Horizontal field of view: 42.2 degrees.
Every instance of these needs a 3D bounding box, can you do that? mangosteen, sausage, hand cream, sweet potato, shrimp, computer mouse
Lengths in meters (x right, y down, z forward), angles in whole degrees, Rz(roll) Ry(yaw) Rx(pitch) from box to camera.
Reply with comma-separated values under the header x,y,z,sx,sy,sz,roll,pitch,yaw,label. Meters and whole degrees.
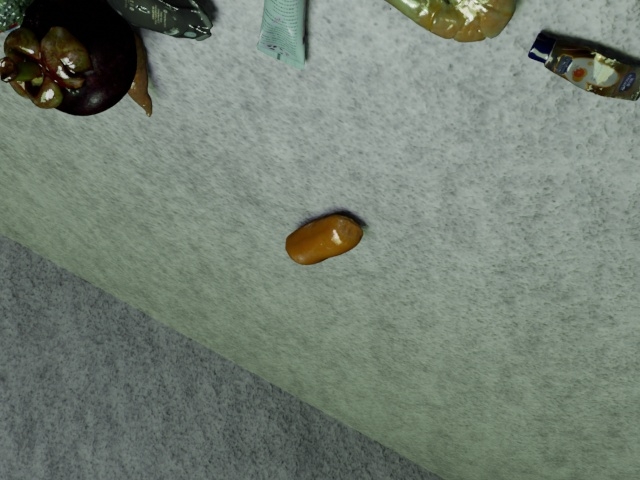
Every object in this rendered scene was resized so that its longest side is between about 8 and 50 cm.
x,y,z,sx,sy,sz,roll,pitch,yaw,label
-0.427,-0.300,1.371,0.211,0.250,0.211,18,126,26,mangosteen
0.000,0.000,1.825,0.098,0.098,0.238,35,153,-21,sausage
0.357,-0.230,1.099,0.163,0.039,0.062,21,139,3,hand cream
-0.351,-0.318,1.547,0.068,0.068,0.226,19,148,13,sweet potato
-0.052,-0.353,1.206,0.085,0.058,0.331,22,155,3,hand cream
0.125,-0.343,1.064,0.267,0.061,0.145,27,147,4,shrimp
-0.260,-0.385,1.338,0.192,0.062,0.106,21,155,-6,computer mouse

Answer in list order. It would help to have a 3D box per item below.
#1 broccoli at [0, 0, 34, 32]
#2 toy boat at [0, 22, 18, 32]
x,y,z,sx,sy,sz,roll,pitch,yaw,label
-0.573,-0.466,1.369,0.247,0.263,0.243,-35,93,26,broccoli
-0.653,-0.450,1.580,0.173,0.058,0.069,25,157,-15,toy boat
